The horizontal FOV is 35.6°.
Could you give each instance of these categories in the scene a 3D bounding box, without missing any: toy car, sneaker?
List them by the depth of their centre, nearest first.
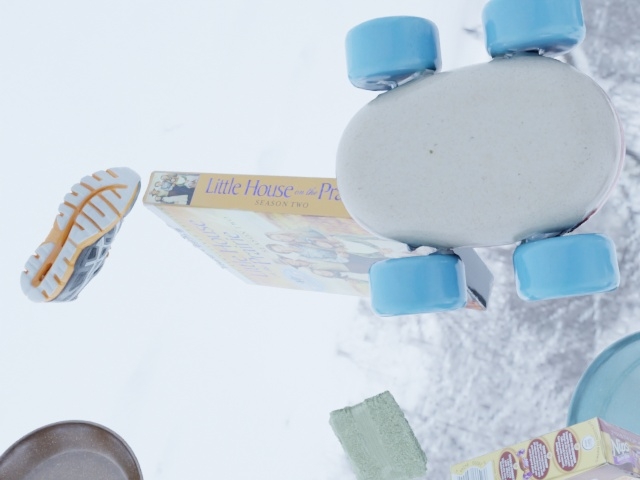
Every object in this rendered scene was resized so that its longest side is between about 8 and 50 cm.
[{"bbox_3d":[0.143,-0.057,0.804,0.238,0.210,0.219,8,75,-68],"label":"toy car"},{"bbox_3d":[-0.308,-0.006,1.318,0.215,0.084,0.083,-51,154,2],"label":"sneaker"}]

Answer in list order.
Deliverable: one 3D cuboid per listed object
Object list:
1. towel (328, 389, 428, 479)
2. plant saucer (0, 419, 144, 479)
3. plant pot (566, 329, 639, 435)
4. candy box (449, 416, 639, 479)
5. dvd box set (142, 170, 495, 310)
[{"bbox_3d":[0.085,0.294,1.439,0.027,0.110,0.148,-86,152,-73],"label":"towel"},{"bbox_3d":[-0.270,0.287,1.039,0.036,0.199,0.198,65,42,-57],"label":"plant saucer"},{"bbox_3d":[0.591,0.314,1.494,0.334,0.341,0.341,-175,-79,-83],"label":"plant pot"},{"bbox_3d":[0.242,0.245,1.041,0.109,0.187,0.053,25,47,-38],"label":"candy box"},{"bbox_3d":[0.000,0.000,1.409,0.307,0.420,0.062,44,57,-53],"label":"dvd box set"}]
